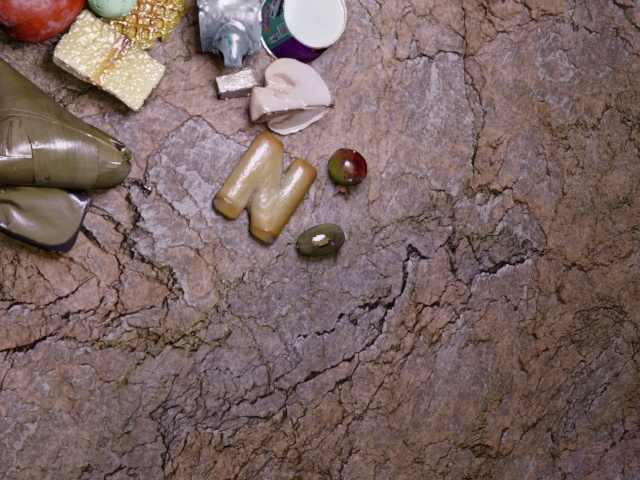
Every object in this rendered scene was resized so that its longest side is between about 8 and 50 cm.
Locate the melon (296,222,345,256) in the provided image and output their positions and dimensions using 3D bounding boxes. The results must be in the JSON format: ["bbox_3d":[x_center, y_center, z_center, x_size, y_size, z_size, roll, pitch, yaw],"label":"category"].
[{"bbox_3d":[0.000,0.000,1.957,0.162,0.099,0.099,-16,102,-15],"label":"melon"}]

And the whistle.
[{"bbox_3d":[-0.248,-0.683,1.693,0.168,0.188,0.405,-2,107,-6],"label":"whistle"}]

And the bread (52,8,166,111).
[{"bbox_3d":[-0.567,-0.459,1.661,0.266,0.142,0.178,32,54,-18],"label":"bread"}]

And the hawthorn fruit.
[{"bbox_3d":[-0.725,-0.634,1.515,0.284,0.284,0.285,-3,98,-21],"label":"hawthorn fruit"}]

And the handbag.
[{"bbox_3d":[-0.800,-0.098,1.646,0.332,0.075,0.192,22,87,-21],"label":"handbag"}]

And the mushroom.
[{"bbox_3d":[-0.113,-0.426,1.851,0.236,0.162,0.173,-11,74,-24],"label":"mushroom"}]

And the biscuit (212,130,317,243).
[{"bbox_3d":[-0.164,-0.160,1.893,0.237,0.062,0.291,38,81,-20],"label":"biscuit"}]

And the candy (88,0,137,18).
[{"bbox_3d":[-0.440,-0.739,1.660,0.440,0.119,0.119,-47,111,-24],"label":"candy"}]

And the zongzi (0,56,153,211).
[{"bbox_3d":[-0.657,-0.303,1.659,0.447,0.181,0.418,2,66,-40],"label":"zongzi"}]

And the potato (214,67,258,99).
[{"bbox_3d":[-0.250,-0.456,1.813,0.122,0.086,0.061,-18,89,-17],"label":"potato"}]

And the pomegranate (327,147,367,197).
[{"bbox_3d":[0.084,-0.210,1.947,0.129,0.129,0.159,-2,98,-21],"label":"pomegranate"}]

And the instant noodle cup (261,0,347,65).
[{"bbox_3d":[-0.046,-0.644,1.805,0.251,0.190,0.251,-3,98,-21],"label":"instant noodle cup"}]

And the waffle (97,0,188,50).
[{"bbox_3d":[-0.501,-0.658,1.704,0.254,0.052,0.245,-45,108,-12],"label":"waffle"}]
